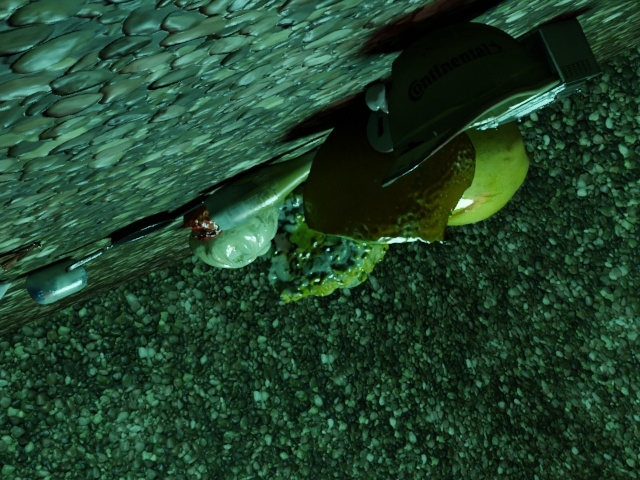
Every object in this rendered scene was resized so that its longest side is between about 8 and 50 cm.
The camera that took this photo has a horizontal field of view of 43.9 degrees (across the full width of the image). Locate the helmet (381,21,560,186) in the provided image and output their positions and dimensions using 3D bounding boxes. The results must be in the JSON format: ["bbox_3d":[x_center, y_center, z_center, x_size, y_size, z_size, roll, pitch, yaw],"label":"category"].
[{"bbox_3d":[0.154,-0.190,0.990,0.257,0.137,0.204,-31,180,-8],"label":"helmet"}]

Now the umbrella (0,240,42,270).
[{"bbox_3d":[-0.464,0.022,1.212,0.083,0.020,0.031,-24,141,2],"label":"umbrella"}]

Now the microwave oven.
[{"bbox_3d":[0.379,-0.297,1.456,0.163,0.129,0.205,-26,180,-42],"label":"microwave oven"}]

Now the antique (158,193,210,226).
[{"bbox_3d":[-0.295,-0.054,1.629,0.192,0.015,0.031,-24,-178,37],"label":"antique"}]

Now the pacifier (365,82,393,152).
[{"bbox_3d":[0.114,-0.208,1.202,0.116,0.127,0.150,26,150,-38],"label":"pacifier"}]

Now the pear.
[{"bbox_3d":[0.304,-0.181,1.782,0.314,0.314,0.314,-24,180,0],"label":"pear"}]

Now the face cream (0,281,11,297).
[{"bbox_3d":[-0.600,0.102,1.399,0.092,0.058,0.243,-29,-173,-14],"label":"face cream"}]

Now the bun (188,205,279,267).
[{"bbox_3d":[-0.214,-0.013,2.038,0.259,0.160,0.259,-22,-178,1],"label":"bun"}]

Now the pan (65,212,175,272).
[{"bbox_3d":[-0.395,-0.001,1.558,0.235,0.028,0.136,-28,-179,-23],"label":"pan"}]

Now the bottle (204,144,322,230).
[{"bbox_3d":[-0.093,-0.111,1.527,0.269,0.083,0.083,-28,179,8],"label":"bottle"}]

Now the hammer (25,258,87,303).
[{"bbox_3d":[-0.558,0.090,1.641,0.116,0.070,0.194,-25,-175,-31],"label":"hammer"}]

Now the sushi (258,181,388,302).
[{"bbox_3d":[0.000,0.000,2.428,0.396,0.352,0.240,-26,179,25],"label":"sushi"}]

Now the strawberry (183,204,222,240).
[{"bbox_3d":[-0.234,-0.047,1.725,0.121,0.082,0.188,-27,178,-14],"label":"strawberry"}]

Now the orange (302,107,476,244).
[{"bbox_3d":[0.110,-0.122,1.355,0.262,0.196,0.335,9,-132,44],"label":"orange"}]
